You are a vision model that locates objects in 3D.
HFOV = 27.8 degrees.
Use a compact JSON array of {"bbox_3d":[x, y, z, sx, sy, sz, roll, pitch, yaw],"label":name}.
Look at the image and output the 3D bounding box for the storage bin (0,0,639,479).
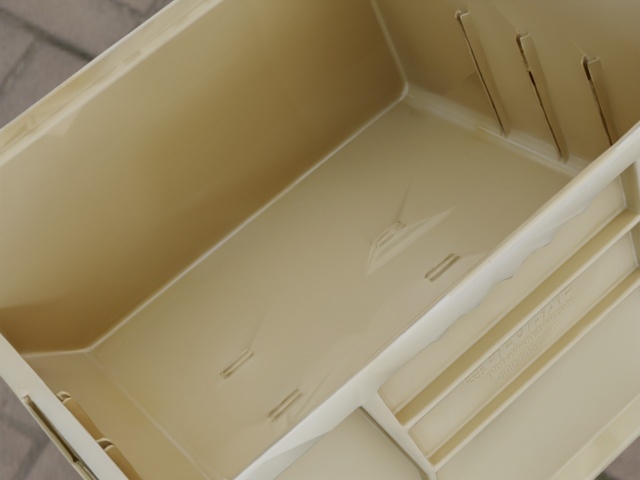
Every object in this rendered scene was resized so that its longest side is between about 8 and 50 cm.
[{"bbox_3d":[0.000,0.000,0.518,0.260,0.123,0.262,-39,39,-15],"label":"storage bin"}]
